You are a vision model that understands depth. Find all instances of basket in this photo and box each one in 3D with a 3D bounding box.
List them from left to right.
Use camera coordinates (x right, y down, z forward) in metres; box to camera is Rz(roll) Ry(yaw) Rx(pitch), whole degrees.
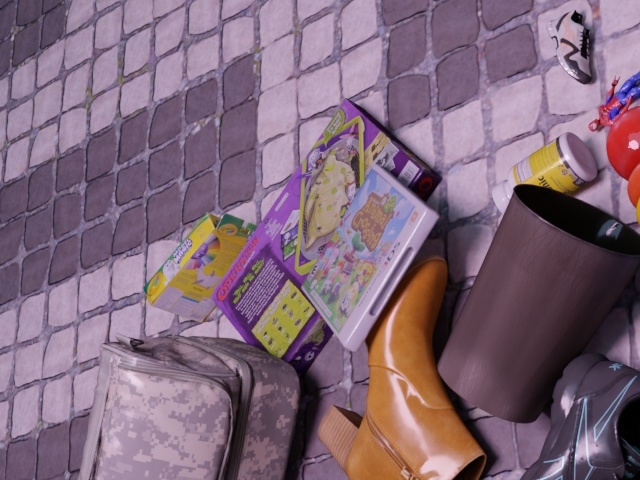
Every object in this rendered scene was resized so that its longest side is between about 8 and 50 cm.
[{"bbox_3d":[0.234,0.073,1.512,0.154,0.204,0.227,36,109,28],"label":"basket"}]

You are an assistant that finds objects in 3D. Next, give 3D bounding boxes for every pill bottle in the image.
[{"bbox_3d":[0.261,-0.072,1.622,0.116,0.065,0.065,-34,52,31],"label":"pill bottle"}]

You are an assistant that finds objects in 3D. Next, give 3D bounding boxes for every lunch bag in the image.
[{"bbox_3d":[-0.194,0.275,1.758,0.212,0.256,0.305,19,98,50],"label":"lunch bag"}]

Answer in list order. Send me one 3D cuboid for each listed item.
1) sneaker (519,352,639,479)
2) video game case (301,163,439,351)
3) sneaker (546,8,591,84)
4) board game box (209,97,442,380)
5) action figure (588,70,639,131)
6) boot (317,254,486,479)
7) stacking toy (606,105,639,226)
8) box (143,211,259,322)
[{"bbox_3d":[0.275,0.251,1.443,0.106,0.101,0.267,14,83,45],"label":"sneaker"},{"bbox_3d":[0.056,0.016,1.703,0.193,0.023,0.212,-59,22,8],"label":"video game case"},{"bbox_3d":[0.308,-0.236,1.665,0.043,0.040,0.109,-34,52,28],"label":"sneaker"},{"bbox_3d":[0.000,0.000,1.869,0.347,0.056,0.208,-55,48,12],"label":"board game box"},{"bbox_3d":[0.354,-0.169,1.600,0.115,0.030,0.038,-49,50,21],"label":"action figure"},{"bbox_3d":[0.129,0.187,1.630,0.211,0.104,0.295,38,105,41],"label":"boot"},{"bbox_3d":[0.390,-0.020,1.436,0.141,0.141,0.330,-40,43,26],"label":"stacking toy"},{"bbox_3d":[-0.160,0.032,1.971,0.179,0.105,0.043,-47,47,19],"label":"box"}]
